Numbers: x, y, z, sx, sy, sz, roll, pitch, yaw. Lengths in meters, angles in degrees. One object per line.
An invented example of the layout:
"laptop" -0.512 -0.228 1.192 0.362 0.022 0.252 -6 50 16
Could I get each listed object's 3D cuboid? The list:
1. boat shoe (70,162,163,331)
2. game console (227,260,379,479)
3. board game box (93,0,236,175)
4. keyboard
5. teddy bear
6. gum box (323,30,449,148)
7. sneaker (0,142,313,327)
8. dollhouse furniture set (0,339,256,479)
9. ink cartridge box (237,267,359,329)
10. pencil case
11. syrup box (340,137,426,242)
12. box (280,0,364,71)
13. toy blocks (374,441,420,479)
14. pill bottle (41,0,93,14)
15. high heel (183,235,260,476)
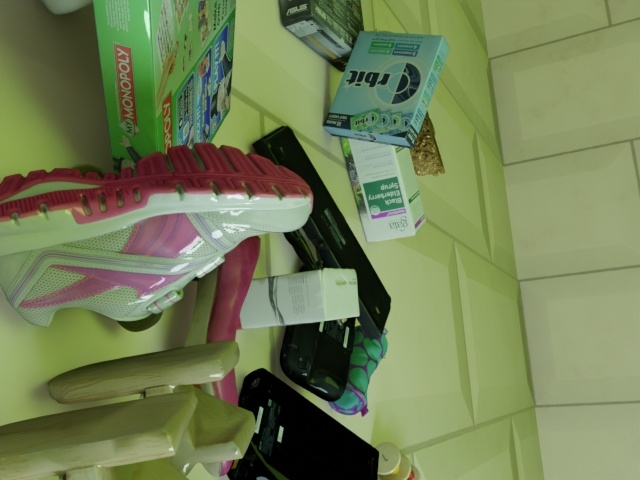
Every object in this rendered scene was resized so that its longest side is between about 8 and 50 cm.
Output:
"boat shoe" -0.179 0.006 0.560 0.153 0.056 0.048 68 -14 -18
"game console" 0.001 0.182 0.825 0.213 0.044 0.361 43 37 -27
"board game box" -0.124 -0.192 0.562 0.317 0.046 0.213 102 5 -45
"keyboard" 0.000 0.000 0.876 0.317 0.033 0.201 58 23 -10
"teddy bear" 0.162 -0.280 1.343 0.245 0.113 0.338 6 68 -71
"gum box" 0.107 -0.251 1.059 0.041 0.157 0.184 34 75 -57
"sneaker" -0.129 -0.002 0.498 0.103 0.252 0.111 -112 -164 -60
"dollhouse furniture set" -0.167 0.293 0.365 0.394 0.257 0.362 -56 135 -84
"ink cartridge box" -0.036 0.068 0.734 0.099 0.135 0.056 7 75 -64
"pencil case" 0.057 0.191 0.967 0.070 0.064 0.151 35 36 -2
"syrup box" 0.112 -0.123 1.165 0.096 0.093 0.236 -38 115 -63
"box" 0.004 -0.410 1.087 0.231 0.056 0.183 10 71 -64
"toy blocks" 0.127 0.414 1.048 0.148 0.054 0.123 55 34 -43
"pill bottle" -0.223 -0.288 0.501 0.193 0.108 0.108 60 32 -36
"high heel" -0.090 0.103 0.651 0.117 0.082 0.244 -1 68 -41
